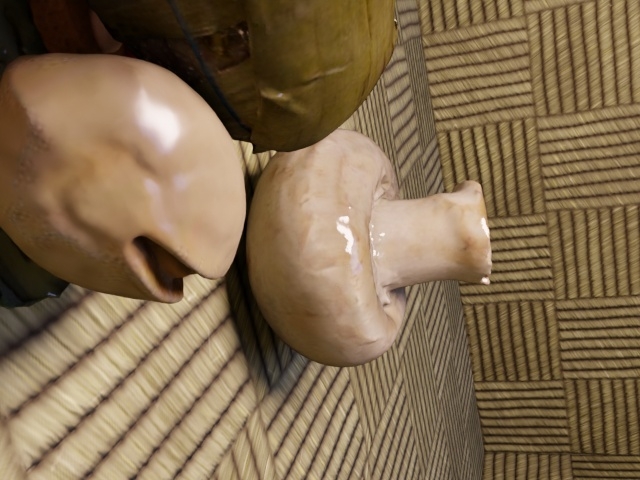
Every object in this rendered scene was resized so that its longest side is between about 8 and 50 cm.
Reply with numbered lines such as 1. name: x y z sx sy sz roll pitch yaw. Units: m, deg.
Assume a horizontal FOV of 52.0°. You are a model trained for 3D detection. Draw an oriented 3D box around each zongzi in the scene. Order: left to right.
1. zongzi: 0.009 -0.187 0.279 0.174 0.393 0.356 -54 135 -27

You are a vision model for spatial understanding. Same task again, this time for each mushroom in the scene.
1. mushroom: 0.060 0.003 0.803 0.297 0.290 0.298 -7 90 -71

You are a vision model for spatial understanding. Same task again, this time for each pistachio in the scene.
1. pistachio: -0.108 -0.030 0.390 0.152 0.126 0.223 56 -3 18

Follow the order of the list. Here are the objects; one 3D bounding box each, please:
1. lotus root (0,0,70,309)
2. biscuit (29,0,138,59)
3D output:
1. lotus root: -0.207 -0.062 0.405 0.183 0.078 0.204 -44 131 -80
2. biscuit: -0.153 -0.193 0.476 0.205 0.049 0.324 -84 163 -65
